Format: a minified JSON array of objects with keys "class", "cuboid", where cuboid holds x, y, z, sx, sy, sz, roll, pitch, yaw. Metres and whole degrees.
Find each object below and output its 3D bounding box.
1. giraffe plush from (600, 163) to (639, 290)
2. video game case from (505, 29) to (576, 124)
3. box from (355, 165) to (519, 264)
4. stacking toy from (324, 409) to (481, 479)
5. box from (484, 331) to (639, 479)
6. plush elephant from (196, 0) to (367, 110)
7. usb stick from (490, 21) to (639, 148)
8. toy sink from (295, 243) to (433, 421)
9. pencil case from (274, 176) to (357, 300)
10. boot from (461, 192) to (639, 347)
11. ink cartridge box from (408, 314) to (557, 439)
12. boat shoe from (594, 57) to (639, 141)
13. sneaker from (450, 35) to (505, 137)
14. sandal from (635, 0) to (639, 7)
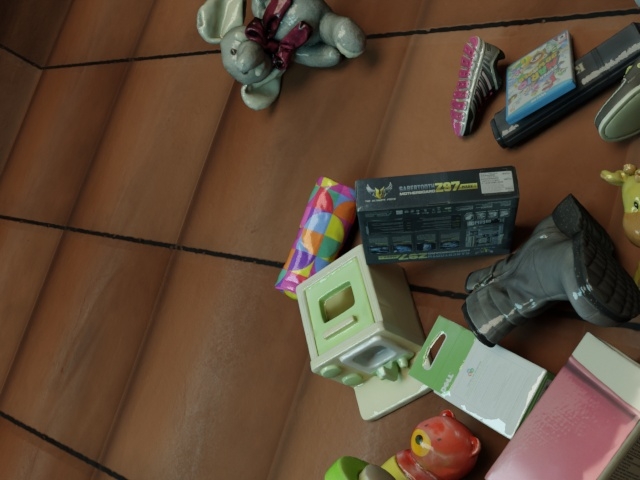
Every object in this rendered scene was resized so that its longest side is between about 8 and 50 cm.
[{"class":"giraffe plush","cuboid":[0.453,-0.031,1.091,0.181,0.170,0.210,-24,55,33]},{"class":"video game case","cuboid":[0.351,-0.263,1.363,0.119,0.015,0.166,-30,29,33]},{"class":"box","cuboid":[0.174,-0.033,1.275,0.232,0.183,0.059,-5,62,6]},{"class":"stacking toy","cuboid":[0.173,0.339,1.093,0.309,0.279,0.130,41,101,41]},{"class":"box","cuboid":[0.344,0.256,1.064,0.232,0.148,0.127,-56,44,5]},{"class":"plush elephant","cuboid":[-0.106,-0.420,1.744,0.255,0.272,0.330,-43,16,0]},{"class":"usb stick","cuboid":[0.394,-0.242,1.340,0.278,0.045,0.077,-33,47,27]},{"class":"toy sink","cuboid":[0.069,0.151,1.382,0.152,0.131,0.234,-34,50,27]},{"class":"pencil case","cuboid":[0.000,0.000,1.550,0.104,0.104,0.236,15,78,46]},{"class":"boot","cuboid":[0.297,0.078,1.147,0.222,0.118,0.338,-41,5,20]},{"class":"ink cartridge box","cuboid":[0.240,0.203,1.248,0.209,0.062,0.109,26,89,47]},{"class":"boat shoe","cuboid":[0.487,-0.236,1.232,0.227,0.081,0.069,-41,44,11]},{"class":"sneaker","cuboid":[0.273,-0.258,1.449,0.063,0.074,0.170,-138,57,-71]},{"class":"sandal","cuboid":[0.574,-0.367,1.197,0.265,0.102,0.076,15,83,48]}]
